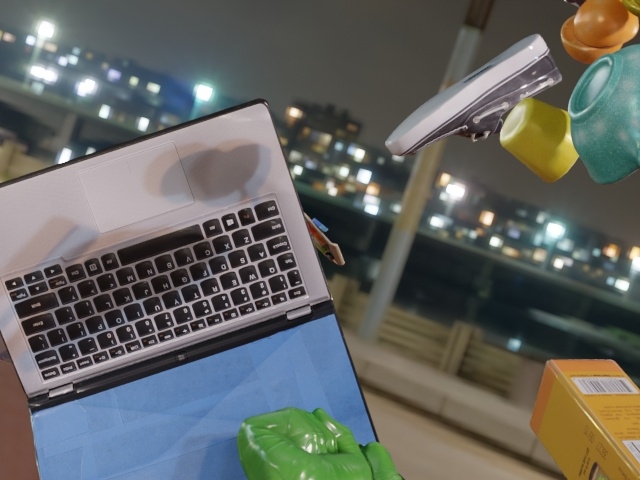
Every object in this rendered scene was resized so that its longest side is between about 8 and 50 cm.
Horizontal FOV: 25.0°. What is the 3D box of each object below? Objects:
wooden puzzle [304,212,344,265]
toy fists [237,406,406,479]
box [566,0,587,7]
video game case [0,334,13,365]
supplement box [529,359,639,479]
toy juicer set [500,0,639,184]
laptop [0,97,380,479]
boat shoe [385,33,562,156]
[{"bbox_3d":[0.000,0.000,1.927,0.078,0.014,0.116,42,-12,32],"label":"wooden puzzle"},{"bbox_3d":[0.023,0.237,1.346,0.279,0.096,0.142,36,11,-47],"label":"toy fists"},{"bbox_3d":[0.400,-0.430,2.162,0.101,0.060,0.244,30,-12,17],"label":"box"},{"bbox_3d":[-0.370,0.124,1.956,0.329,0.036,0.300,17,-27,18],"label":"video game case"},{"bbox_3d":[0.268,0.195,1.263,0.080,0.078,0.233,3,27,-18],"label":"supplement box"},{"bbox_3d":[0.283,-0.143,1.233,0.089,0.209,0.329,29,-3,-15],"label":"toy juicer set"},{"bbox_3d":[-0.172,0.109,1.597,0.382,0.407,0.236,-18,17,-1],"label":"laptop"},{"bbox_3d":[0.246,-0.204,2.281,0.102,0.301,0.108,57,-8,-12],"label":"boat shoe"}]
